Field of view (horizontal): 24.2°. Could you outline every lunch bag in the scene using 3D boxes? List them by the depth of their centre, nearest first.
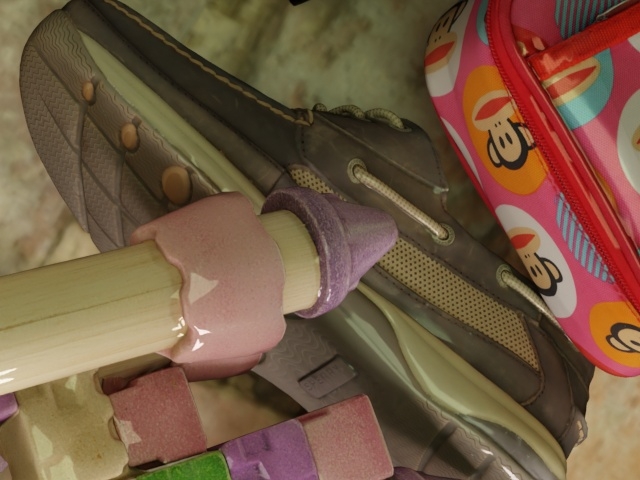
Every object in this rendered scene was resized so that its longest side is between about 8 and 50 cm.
[{"bbox_3d":[0.206,-0.096,0.776,0.293,0.120,0.258,-30,89,-24],"label":"lunch bag"}]

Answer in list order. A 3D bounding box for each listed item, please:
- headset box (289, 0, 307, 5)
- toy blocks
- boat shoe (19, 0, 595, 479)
[{"bbox_3d":[0.076,-0.217,0.683,0.218,0.293,0.110,-33,100,-8],"label":"headset box"},{"bbox_3d":[-0.041,0.137,0.682,0.260,0.309,0.288,-15,83,-31],"label":"toy blocks"},{"bbox_3d":[0.000,0.000,0.774,0.355,0.132,0.130,44,56,-11],"label":"boat shoe"}]
